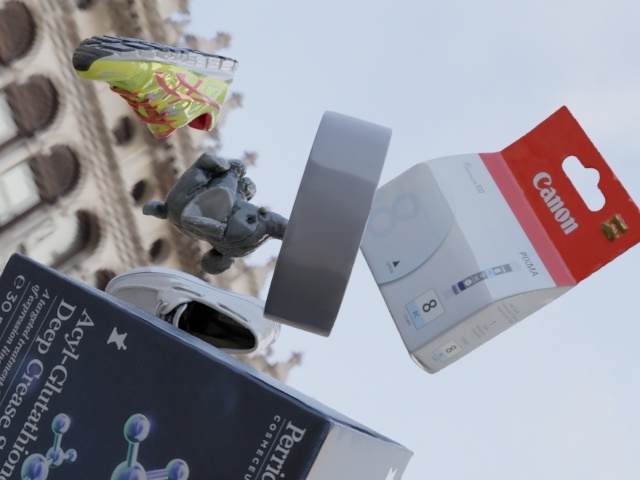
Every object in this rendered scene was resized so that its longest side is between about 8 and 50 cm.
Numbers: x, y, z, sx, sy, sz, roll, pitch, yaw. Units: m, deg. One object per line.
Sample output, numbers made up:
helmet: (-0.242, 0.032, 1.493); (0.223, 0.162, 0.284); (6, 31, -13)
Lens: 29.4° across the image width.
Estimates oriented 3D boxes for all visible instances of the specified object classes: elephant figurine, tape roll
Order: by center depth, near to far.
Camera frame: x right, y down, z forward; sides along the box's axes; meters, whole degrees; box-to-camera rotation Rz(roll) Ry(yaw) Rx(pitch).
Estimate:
tape roll: (0.007, -0.017, 1.213); (0.072, 0.219, 0.219); (16, -43, 0)
elephant figurine: (-0.155, -0.029, 1.994); (0.186, 0.169, 0.239); (-53, -145, 19)

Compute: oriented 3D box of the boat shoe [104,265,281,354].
boat shoe: (-0.191, 0.106, 1.705); (0.267, 0.088, 0.096); (17, -73, 15)

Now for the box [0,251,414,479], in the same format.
box: (-0.168, 0.234, 1.161); (0.395, 0.293, 0.212); (23, -6, 28)

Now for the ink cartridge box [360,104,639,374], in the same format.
ink cartridge box: (0.253, -0.025, 1.821); (0.091, 0.385, 0.308); (43, 17, -45)

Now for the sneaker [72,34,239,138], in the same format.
sneaker: (-0.160, -0.147, 1.203); (0.081, 0.208, 0.094); (19, -79, 36)
